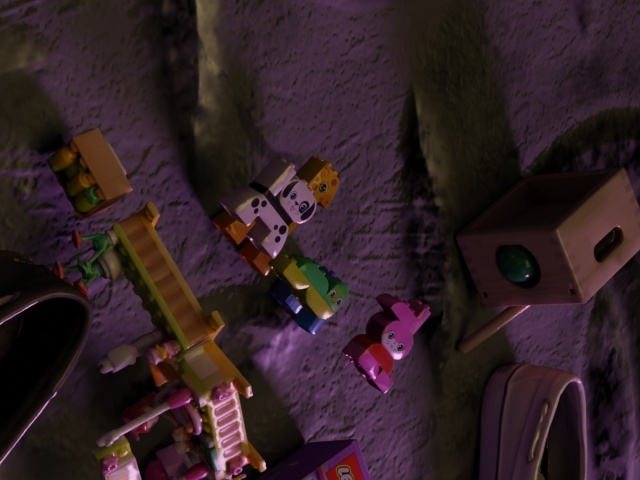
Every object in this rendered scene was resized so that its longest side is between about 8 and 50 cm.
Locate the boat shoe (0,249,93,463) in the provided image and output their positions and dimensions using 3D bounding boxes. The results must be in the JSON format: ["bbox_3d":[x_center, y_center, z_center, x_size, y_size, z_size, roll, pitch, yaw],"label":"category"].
[{"bbox_3d":[-0.258,0.134,1.037,0.335,0.095,0.112,-54,133,-28],"label":"boat shoe"}]

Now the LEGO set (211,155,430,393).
[{"bbox_3d":[0.000,0.000,1.317,0.093,0.087,0.227,-49,133,-12],"label":"LEGO set"}]

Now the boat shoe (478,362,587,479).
[{"bbox_3d":[0.197,0.242,1.580,0.096,0.088,0.267,5,87,-44],"label":"boat shoe"}]

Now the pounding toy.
[{"bbox_3d":[0.186,0.018,1.526,0.141,0.130,0.100,-39,113,-38],"label":"pounding toy"}]

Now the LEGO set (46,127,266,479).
[{"bbox_3d":[-0.126,0.079,1.170,0.107,0.132,0.287,-29,118,-19],"label":"LEGO set"}]

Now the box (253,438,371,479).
[{"bbox_3d":[-0.004,0.322,1.342,0.201,0.057,0.293,-28,104,-48],"label":"box"}]
